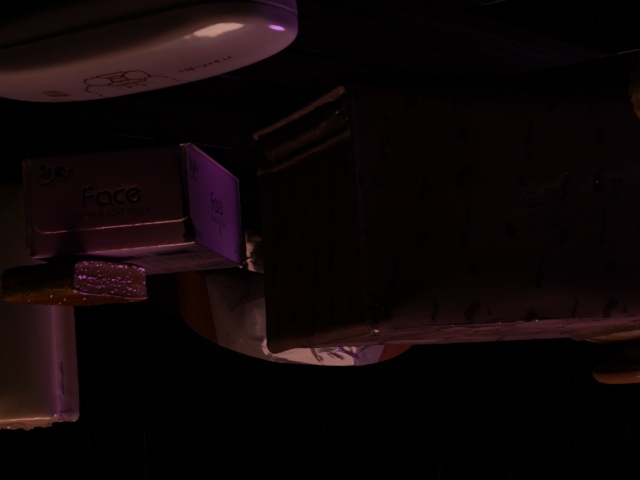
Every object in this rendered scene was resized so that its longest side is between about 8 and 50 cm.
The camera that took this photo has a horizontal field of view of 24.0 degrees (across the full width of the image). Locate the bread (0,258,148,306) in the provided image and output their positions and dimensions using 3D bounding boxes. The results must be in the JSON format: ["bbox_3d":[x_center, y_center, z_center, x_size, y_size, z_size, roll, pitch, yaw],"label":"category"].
[{"bbox_3d":[-0.211,0.037,1.291,0.094,0.035,0.090,-6,172,38],"label":"bread"}]

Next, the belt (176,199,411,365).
[{"bbox_3d":[-0.022,0.042,1.541,0.261,0.105,0.184,14,-144,11],"label":"belt"}]

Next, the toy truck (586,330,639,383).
[{"bbox_3d":[0.346,0.022,1.544,0.288,0.212,0.204,-18,-179,-31],"label":"toy truck"}]

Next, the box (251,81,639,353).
[{"bbox_3d":[0.123,-0.014,1.180,0.297,0.191,0.225,-2,173,-22],"label":"box"}]

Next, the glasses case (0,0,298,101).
[{"bbox_3d":[-0.101,-0.103,0.779,0.193,0.049,0.074,-6,175,31],"label":"glasses case"}]

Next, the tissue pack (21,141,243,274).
[{"bbox_3d":[-0.163,-0.023,1.365,0.148,0.093,0.246,-6,175,6],"label":"tissue pack"}]

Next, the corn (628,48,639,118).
[{"bbox_3d":[0.324,-0.085,0.887,0.346,0.130,0.130,4,171,-32],"label":"corn"}]

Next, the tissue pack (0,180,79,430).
[{"bbox_3d":[-0.321,0.066,1.437,0.159,0.234,0.125,-4,172,1],"label":"tissue pack"}]
